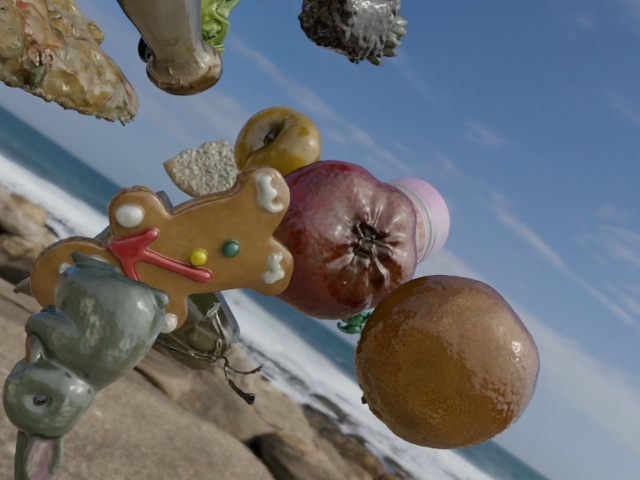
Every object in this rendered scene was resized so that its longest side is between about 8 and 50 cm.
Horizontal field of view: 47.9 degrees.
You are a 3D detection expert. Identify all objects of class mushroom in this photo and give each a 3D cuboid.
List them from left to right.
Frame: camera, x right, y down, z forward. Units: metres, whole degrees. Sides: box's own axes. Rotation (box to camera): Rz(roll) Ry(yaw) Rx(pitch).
[{"bbox_3d":[-0.206,-0.333,0.923,0.128,0.128,0.350,32,-27,26],"label":"mushroom"}]

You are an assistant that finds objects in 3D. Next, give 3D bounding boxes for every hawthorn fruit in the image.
[{"bbox_3d":[0.000,0.000,1.241,0.287,0.287,0.330,37,-16,-24],"label":"hawthorn fruit"}]

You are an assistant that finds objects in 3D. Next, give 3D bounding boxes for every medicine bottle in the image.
[{"bbox_3d":[0.120,-0.015,1.521,0.202,0.202,0.316,32,31,24],"label":"medicine bottle"}]

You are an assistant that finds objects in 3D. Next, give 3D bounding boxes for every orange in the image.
[{"bbox_3d":[0.178,0.177,1.046,0.264,0.264,0.264,34,-5,3],"label":"orange"}]

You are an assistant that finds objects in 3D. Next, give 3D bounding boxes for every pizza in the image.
[{"bbox_3d":[-0.454,-0.357,1.146,0.435,0.080,0.392,57,13,-16],"label":"pizza"}]

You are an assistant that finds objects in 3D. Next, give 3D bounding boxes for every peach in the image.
[{"bbox_3d":[-0.083,-0.173,1.364,0.179,0.179,0.103,30,-10,39],"label":"peach"}]

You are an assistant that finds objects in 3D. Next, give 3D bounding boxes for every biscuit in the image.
[{"bbox_3d":[-0.197,0.030,0.926,0.047,0.340,0.216,-124,-154,-60],"label":"biscuit"},{"bbox_3d":[-0.267,-0.175,1.835,0.265,0.188,0.040,14,-30,-11],"label":"biscuit"}]

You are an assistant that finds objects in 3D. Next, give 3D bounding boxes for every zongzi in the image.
[{"bbox_3d":[-0.352,0.173,1.452,0.447,0.418,0.181,60,16,-8],"label":"zongzi"}]

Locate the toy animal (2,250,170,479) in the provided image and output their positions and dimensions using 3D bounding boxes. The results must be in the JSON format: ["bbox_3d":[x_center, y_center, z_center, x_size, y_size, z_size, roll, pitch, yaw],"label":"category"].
[{"bbox_3d":[-0.268,0.143,0.762,0.125,0.251,0.127,33,-17,-27],"label":"toy animal"}]

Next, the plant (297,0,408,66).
[{"bbox_3d":[0.060,-0.380,1.244,0.132,0.129,0.194,42,26,29],"label":"plant"}]

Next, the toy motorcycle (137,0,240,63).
[{"bbox_3d":[-0.210,-0.442,1.392,0.142,0.342,0.206,40,-8,4],"label":"toy motorcycle"}]

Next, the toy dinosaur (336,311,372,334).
[{"bbox_3d":[0.073,0.188,1.732,0.132,0.096,0.059,21,34,-38],"label":"toy dinosaur"}]
